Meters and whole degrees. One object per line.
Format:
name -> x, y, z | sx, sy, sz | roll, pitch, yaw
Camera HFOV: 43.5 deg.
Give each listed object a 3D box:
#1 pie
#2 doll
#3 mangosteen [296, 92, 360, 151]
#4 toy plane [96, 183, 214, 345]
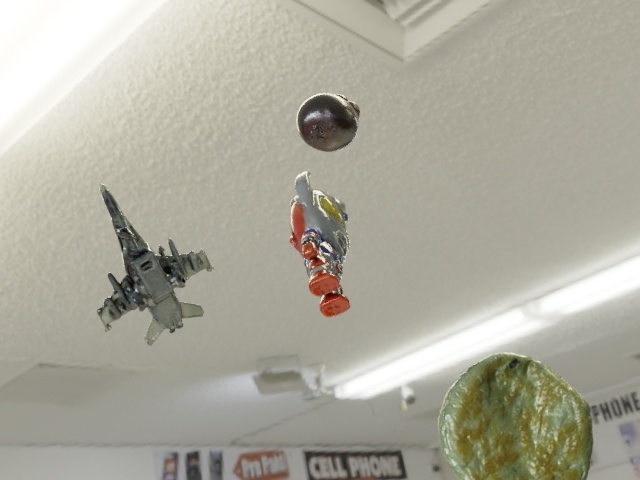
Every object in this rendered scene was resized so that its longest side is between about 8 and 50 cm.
pie -> 0.227, 0.224, 0.930 | 0.186, 0.187, 0.041 | -9, -17, -8
doll -> 0.000, -0.001, 0.798 | 0.062, 0.195, 0.104 | -37, -62, 17
mangosteen -> 0.022, -0.247, 1.638 | 0.140, 0.140, 0.140 | -10, -24, -5
toy plane -> -0.266, 0.034, 1.199 | 0.192, 0.088, 0.262 | -32, -54, -19
